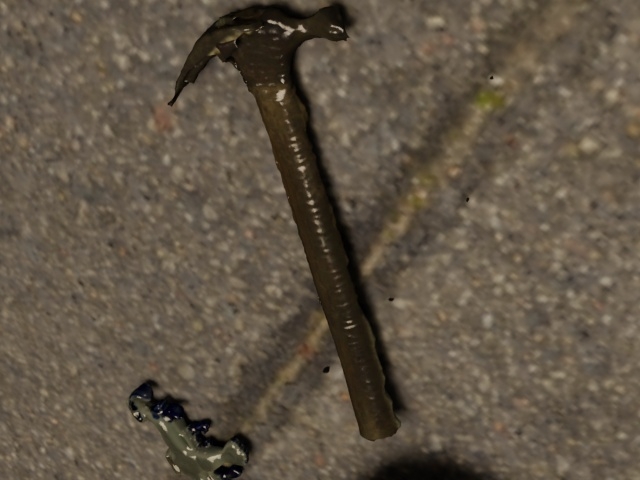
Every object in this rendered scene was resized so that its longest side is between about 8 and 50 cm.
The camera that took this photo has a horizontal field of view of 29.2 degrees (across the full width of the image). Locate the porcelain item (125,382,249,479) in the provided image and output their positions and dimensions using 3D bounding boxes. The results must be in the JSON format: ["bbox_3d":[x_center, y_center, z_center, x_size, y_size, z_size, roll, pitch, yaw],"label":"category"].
[{"bbox_3d":[-0.082,0.158,0.902,0.075,0.021,0.136,-14,115,36],"label":"porcelain item"}]

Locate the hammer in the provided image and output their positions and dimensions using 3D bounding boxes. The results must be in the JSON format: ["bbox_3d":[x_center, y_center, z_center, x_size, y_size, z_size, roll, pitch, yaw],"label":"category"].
[{"bbox_3d":[0.000,0.000,0.737,0.125,0.027,0.297,-2,122,30],"label":"hammer"}]
